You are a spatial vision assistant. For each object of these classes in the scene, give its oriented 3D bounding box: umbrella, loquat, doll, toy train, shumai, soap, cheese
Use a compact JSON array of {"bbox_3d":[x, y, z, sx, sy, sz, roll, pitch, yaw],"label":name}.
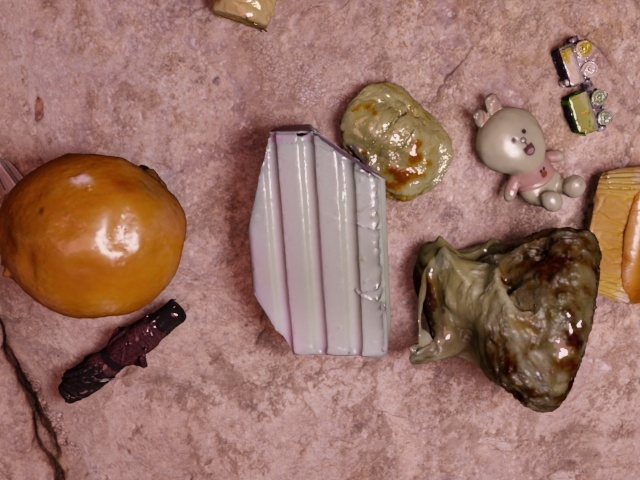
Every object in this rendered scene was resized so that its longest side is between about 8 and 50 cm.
[{"bbox_3d":[-0.419,0.232,1.252,0.326,0.094,0.090,-37,127,6],"label":"umbrella"},{"bbox_3d":[-0.415,-0.010,1.091,0.328,0.328,0.328,0,101,-2],"label":"loquat"},{"bbox_3d":[0.403,-0.170,1.203,0.155,0.113,0.275,-43,93,-3],"label":"doll"},{"bbox_3d":[0.525,-0.311,1.200,0.081,0.060,0.202,-21,100,8],"label":"toy train"},{"bbox_3d":[0.344,0.115,1.167,0.348,0.395,0.395,18,101,21],"label":"shumai"},{"bbox_3d":[0.000,0.000,1.162,0.261,0.156,0.446,-1,107,14],"label":"soap"},{"bbox_3d":[-0.131,-0.496,1.119,0.123,0.094,0.167,17,100,-4],"label":"cheese"}]

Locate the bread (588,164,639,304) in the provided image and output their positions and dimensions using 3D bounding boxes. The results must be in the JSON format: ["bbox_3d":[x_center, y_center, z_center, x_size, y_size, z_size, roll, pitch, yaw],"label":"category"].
[{"bbox_3d":[0.633,-0.016,1.221,0.119,0.152,0.288,12,104,40],"label":"bread"}]

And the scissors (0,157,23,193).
[{"bbox_3d":[-0.589,-0.061,1.217,0.118,0.030,0.242,-28,103,2],"label":"scissors"}]

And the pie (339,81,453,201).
[{"bbox_3d":[0.144,-0.191,1.193,0.248,0.090,0.201,42,100,-6],"label":"pie"}]
